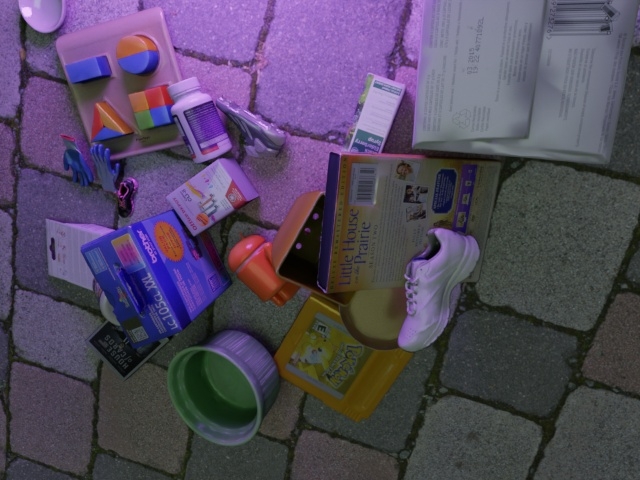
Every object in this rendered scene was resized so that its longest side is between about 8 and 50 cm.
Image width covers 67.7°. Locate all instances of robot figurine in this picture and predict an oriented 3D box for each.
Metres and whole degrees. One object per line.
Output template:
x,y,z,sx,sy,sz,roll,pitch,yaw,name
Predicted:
-0.154,0.073,1.271,0.219,0.158,0.128,44,86,-2,robot figurine

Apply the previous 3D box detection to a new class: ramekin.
-0.262,0.401,1.340,0.304,0.148,0.303,8,109,22,ramekin

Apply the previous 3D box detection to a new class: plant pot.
0.000,0.000,1.155,0.212,0.187,0.212,28,95,-28,plant pot
0.167,0.170,1.256,0.237,0.032,0.236,0,92,3,plant pot

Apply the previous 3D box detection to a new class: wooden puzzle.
-0.518,-0.397,1.245,0.323,0.080,0.347,-9,102,14,wooden puzzle

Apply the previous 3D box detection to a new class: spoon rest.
-0.672,-0.657,1.208,0.137,0.084,0.276,44,107,-2,spoon rest

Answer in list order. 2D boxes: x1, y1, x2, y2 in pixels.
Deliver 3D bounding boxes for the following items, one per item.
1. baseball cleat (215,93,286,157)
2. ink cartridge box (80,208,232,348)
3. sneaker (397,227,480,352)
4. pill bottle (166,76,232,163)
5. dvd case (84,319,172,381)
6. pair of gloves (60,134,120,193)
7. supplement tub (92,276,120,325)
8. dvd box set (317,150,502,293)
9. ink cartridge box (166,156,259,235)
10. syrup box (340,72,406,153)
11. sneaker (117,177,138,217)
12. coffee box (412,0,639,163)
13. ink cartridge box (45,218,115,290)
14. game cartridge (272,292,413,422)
-0.190,-0.280,1.216,0.206,0.072,0.109,31,115,6,baseball cleat
-0.397,0.079,1.179,0.151,0.395,0.269,-22,99,16,ink cartridge box
0.236,0.106,1.070,0.129,0.111,0.296,25,89,-21,sneaker
-0.308,-0.302,1.201,0.108,0.108,0.193,-16,109,15,pill bottle
-0.593,0.304,1.470,0.239,0.029,0.179,-41,93,17,dvd case
-0.634,-0.205,1.316,0.198,0.023,0.159,18,132,14,pair of gloves
-0.541,0.133,1.310,0.145,0.200,0.144,-12,113,-30,supplement tub
0.206,-0.041,1.089,0.421,0.062,0.307,-2,107,-23,dvd box set
-0.278,-0.115,1.242,0.176,0.127,0.128,-32,97,14,ink cartridge box
0.121,-0.267,1.144,0.093,0.096,0.236,21,106,5,syrup box
-0.552,-0.117,1.338,0.047,0.057,0.119,18,108,4,sneaker
0.369,-0.348,0.948,0.339,0.334,0.337,6,106,12,coffee box
-0.713,0.039,1.423,0.233,0.066,0.188,15,108,26,ink cartridge box
0.051,0.331,1.337,0.324,0.052,0.285,30,108,4,game cartridge
